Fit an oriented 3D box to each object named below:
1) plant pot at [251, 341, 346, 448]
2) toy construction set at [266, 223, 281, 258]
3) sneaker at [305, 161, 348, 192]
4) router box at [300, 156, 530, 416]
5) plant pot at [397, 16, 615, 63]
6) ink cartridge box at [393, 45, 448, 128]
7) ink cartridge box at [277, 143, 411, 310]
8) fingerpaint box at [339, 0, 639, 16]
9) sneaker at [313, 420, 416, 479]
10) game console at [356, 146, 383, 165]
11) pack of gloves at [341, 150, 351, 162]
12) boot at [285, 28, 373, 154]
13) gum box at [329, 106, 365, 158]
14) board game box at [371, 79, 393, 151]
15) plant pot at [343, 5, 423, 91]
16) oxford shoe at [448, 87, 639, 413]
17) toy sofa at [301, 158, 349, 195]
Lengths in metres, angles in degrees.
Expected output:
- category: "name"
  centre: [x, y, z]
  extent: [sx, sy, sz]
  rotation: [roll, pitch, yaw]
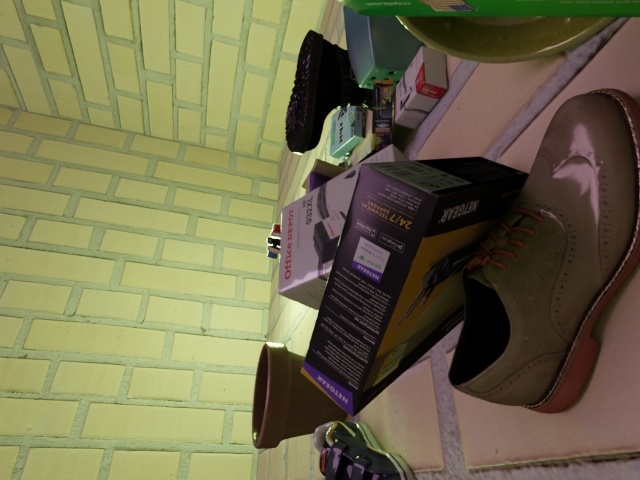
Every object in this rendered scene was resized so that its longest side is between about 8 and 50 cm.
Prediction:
- category: "plant pot"
  centre: [-0.053, 0.419, 1.087]
  extent: [0.263, 0.229, 0.263]
  rotation: [-170, 90, -77]
- category: "toy construction set"
  centre: [0.000, 0.000, 1.300]
  extent: [0.309, 0.257, 0.237]
  rotation: [-59, 31, -5]
- category: "sneaker"
  centre: [0.020, -0.209, 1.434]
  extent: [0.222, 0.118, 0.083]
  rotation: [124, 152, -61]
- category: "router box"
  centre: [0.129, 0.029, 0.486]
  extent: [0.081, 0.309, 0.243]
  rotation: [31, 119, 31]
- category: "plant pot"
  centre: [0.231, -0.404, 0.463]
  extent: [0.276, 0.276, 0.254]
  rotation: [144, 145, -71]
- category: "ink cartridge box"
  centre: [0.208, -0.321, 0.861]
  extent: [0.135, 0.056, 0.099]
  rotation: [127, 149, -63]
- category: "ink cartridge box"
  centre: [0.063, -0.014, 0.821]
  extent: [0.307, 0.129, 0.223]
  rotation: [-26, 51, 35]
- category: "fingerpaint box"
  centre: [0.201, -0.315, 0.168]
  extent: [0.444, 0.163, 0.371]
  rotation: [22, 107, 34]
- category: "sneaker"
  centre: [0.071, 0.452, 0.784]
  extent: [0.321, 0.127, 0.126]
  rotation: [166, 114, -74]
- category: "game console"
  centre: [0.140, -0.140, 0.978]
  extent: [0.085, 0.124, 0.144]
  rotation: [-56, 9, -13]
- category: "pack of gloves"
  centre: [0.080, -0.393, 1.465]
  extent: [0.232, 0.046, 0.195]
  rotation: [-113, 35, -66]
- category: "boot"
  centre: [0.060, -0.368, 1.076]
  extent: [0.131, 0.260, 0.348]
  rotation: [-9, 69, 64]
- category: "gum box"
  centre: [0.089, -0.381, 1.354]
  extent: [0.184, 0.041, 0.157]
  rotation: [159, 117, -63]
- category: "board game box"
  centre: [0.148, -0.276, 0.979]
  extent: [0.170, 0.048, 0.141]
  rotation: [68, -157, -73]
- category: "plant pot"
  centre: [0.159, -0.500, 0.987]
  extent: [0.165, 0.165, 0.234]
  rotation: [154, 116, -74]
- category: "oxford shoe"
  centre: [0.224, 0.013, 0.416]
  extent: [0.123, 0.130, 0.348]
  rotation: [-151, 70, -76]
- category: "toy sofa"
  centre: [0.046, -0.070, 1.115]
  extent: [0.177, 0.150, 0.363]
  rotation: [126, 151, -45]
